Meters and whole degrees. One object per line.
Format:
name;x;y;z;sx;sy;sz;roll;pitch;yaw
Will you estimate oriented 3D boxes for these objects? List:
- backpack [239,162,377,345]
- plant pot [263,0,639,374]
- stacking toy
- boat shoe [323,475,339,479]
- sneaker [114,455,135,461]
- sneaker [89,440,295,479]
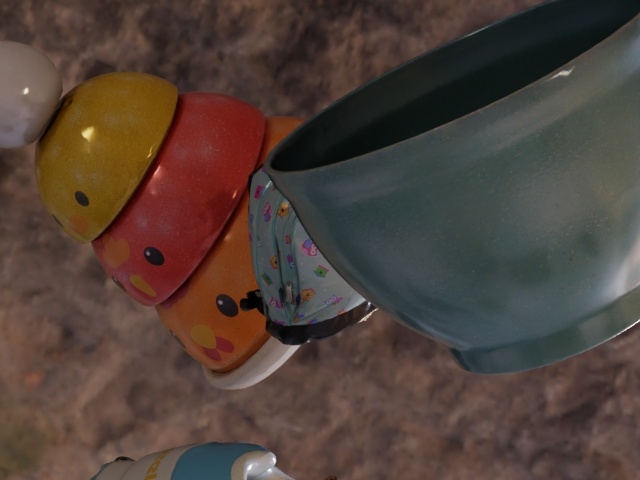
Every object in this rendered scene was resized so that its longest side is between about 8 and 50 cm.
backpack;0.000;0.000;1.332;0.115;0.152;0.182;31;-40;45
plant pot;0.134;-0.031;0.965;0.293;0.293;0.196;-11;-70;49
stacking toy;-0.207;-0.074;1.586;0.479;0.351;0.350;29;-25;-17
boat shoe;-0.020;0.283;1.358;0.064;0.060;0.178;-18;2;30
sneaker;-0.185;0.272;1.419;0.109;0.043;0.040;56;10;8
sneaker;-0.005;0.175;0.610;0.092;0.087;0.229;-19;-53;32
